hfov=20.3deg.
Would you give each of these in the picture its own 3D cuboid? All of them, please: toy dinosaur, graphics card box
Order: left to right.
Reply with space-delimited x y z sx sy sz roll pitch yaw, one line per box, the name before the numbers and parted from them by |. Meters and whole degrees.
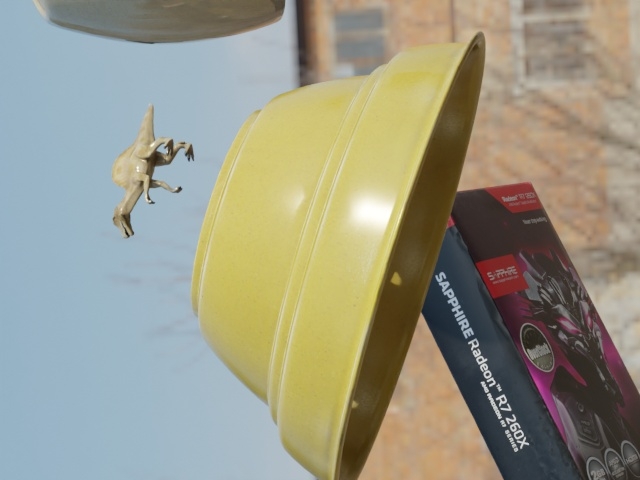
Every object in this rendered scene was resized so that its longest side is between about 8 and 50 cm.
toy dinosaur | -0.194 -0.095 2.005 0.053 0.092 0.183 44 -132 -47
graphics card box | 0.226 0.119 1.912 0.233 0.094 0.371 -8 -110 -59

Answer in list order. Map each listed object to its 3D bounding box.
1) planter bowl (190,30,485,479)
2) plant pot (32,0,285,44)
planter bowl | 0.000 0.000 0.792 0.217 0.090 0.217 18 -90 -82
plant pot | -0.178 -0.286 1.555 0.284 0.191 0.284 62 169 21
